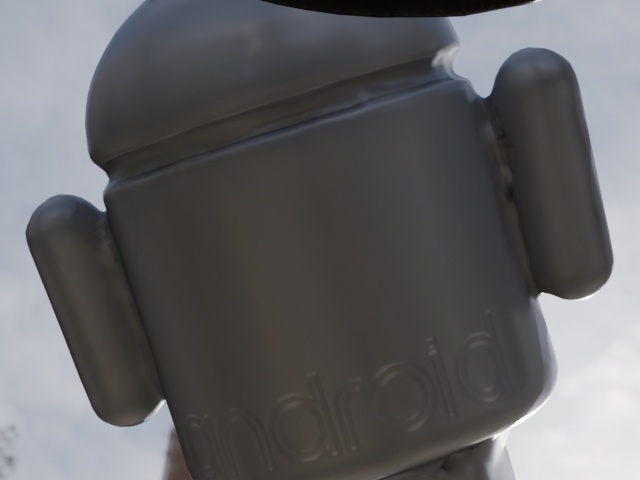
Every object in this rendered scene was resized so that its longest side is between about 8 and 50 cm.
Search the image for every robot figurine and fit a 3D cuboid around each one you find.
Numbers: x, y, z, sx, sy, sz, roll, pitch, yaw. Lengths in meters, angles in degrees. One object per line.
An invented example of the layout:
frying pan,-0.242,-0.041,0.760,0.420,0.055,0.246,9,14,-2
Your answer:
robot figurine,0.000,0.000,1.005,0.300,0.200,0.353,-18,-88,9

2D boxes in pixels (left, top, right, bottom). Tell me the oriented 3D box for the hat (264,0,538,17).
hat,0.020,-0.157,0.661,0.331,0.134,0.331,6,-35,4
